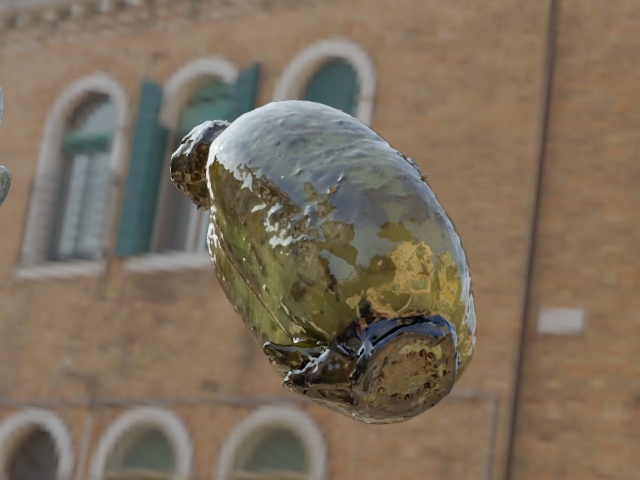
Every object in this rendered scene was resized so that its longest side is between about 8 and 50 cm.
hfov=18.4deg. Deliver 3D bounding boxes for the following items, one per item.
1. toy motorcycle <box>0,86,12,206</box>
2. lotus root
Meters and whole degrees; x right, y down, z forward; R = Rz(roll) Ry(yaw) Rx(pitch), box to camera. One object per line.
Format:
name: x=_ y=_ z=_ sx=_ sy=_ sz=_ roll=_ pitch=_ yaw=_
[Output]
toy motorcycle: x=-0.333 y=-0.052 z=1.561 sx=0.154 sy=0.260 sz=0.206 roll=-4 pitch=40 yaw=-47
lotus root: x=0.000 y=0.000 z=1.326 sx=0.173 sy=0.173 sz=0.309 roll=22 pitch=20 yaw=-41
